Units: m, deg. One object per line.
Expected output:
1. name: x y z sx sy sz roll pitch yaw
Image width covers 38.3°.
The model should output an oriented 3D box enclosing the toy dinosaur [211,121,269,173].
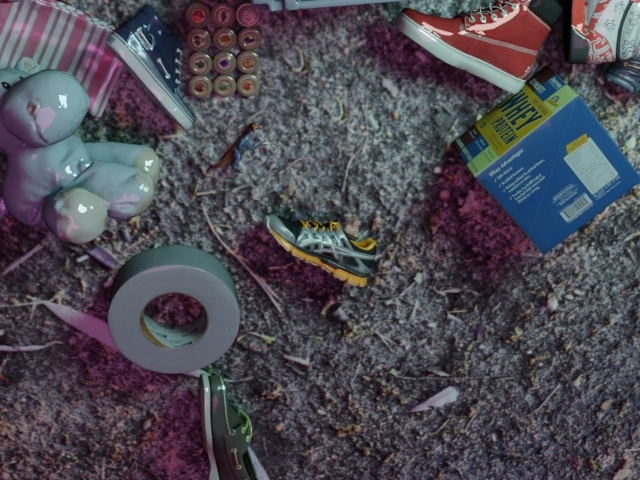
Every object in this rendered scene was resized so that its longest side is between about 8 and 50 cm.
1. toy dinosaur: -0.127 -0.148 1.452 0.090 0.047 0.082 6 100 -1

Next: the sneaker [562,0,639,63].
1. sneaker: 0.441 -0.395 1.357 0.145 0.090 0.270 -1 116 5

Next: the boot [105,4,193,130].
1. boot: -0.227 -0.252 1.362 0.086 0.069 0.190 -45 133 -8

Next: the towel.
1. towel: -0.388 -0.273 1.344 0.197 0.029 0.144 20 115 -19

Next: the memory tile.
1. memory tile: -0.145 -0.285 1.386 0.113 0.012 0.148 -2 119 -8

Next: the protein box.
1. protein box: 0.362 -0.128 1.485 0.200 0.136 0.201 -40 118 13

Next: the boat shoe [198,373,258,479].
1. boat shoe: -0.169 0.358 1.691 0.091 0.109 0.305 -7 126 -6

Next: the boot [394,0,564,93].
1. boot: 0.242 -0.342 1.378 0.244 0.088 0.176 16 115 -26

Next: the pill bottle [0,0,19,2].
1. pill bottle: -0.536 -0.380 1.183 0.283 0.161 0.161 -5 120 -6

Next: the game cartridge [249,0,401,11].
1. game cartridge: 0.044 -0.367 1.263 0.297 0.198 0.062 -7 120 -7

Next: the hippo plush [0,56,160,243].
1. hippo plush: -0.379 -0.148 1.324 0.294 0.234 0.237 4 121 36

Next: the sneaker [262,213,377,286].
1. sneaker: 0.000 0.000 1.538 0.215 0.084 0.083 26 99 -25

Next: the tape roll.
1. tape roll: -0.248 0.118 1.561 0.219 0.072 0.219 -4 119 -7

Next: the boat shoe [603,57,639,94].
1. boat shoe: 0.548 -0.267 1.483 0.183 0.065 0.083 19 115 -11
